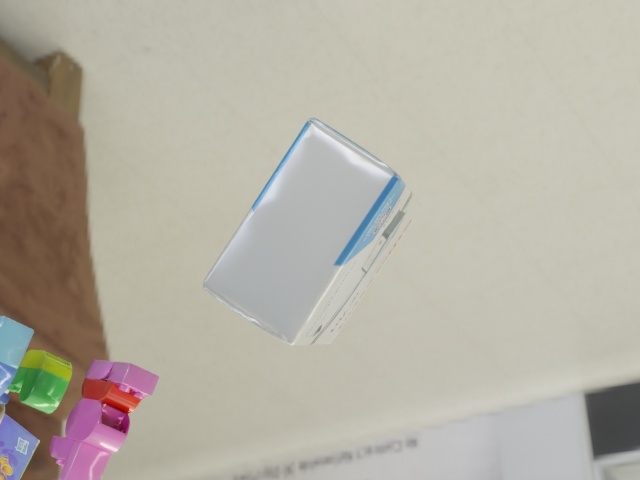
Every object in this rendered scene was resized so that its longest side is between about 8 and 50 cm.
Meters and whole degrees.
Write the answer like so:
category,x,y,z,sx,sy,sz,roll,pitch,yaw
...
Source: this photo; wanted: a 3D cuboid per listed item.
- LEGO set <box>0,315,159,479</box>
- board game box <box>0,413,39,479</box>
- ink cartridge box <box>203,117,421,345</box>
category,x,y,z,sx,sy,sz,roll,pitch,yaw
LEGO set,-0.196,0.098,0.763,0.087,0.093,0.227,30,162,-30
board game box,-0.412,0.311,1.168,0.233,0.347,0.078,-17,129,43
ink cartridge box,0.000,0.000,0.988,0.082,0.140,0.190,33,-178,11
